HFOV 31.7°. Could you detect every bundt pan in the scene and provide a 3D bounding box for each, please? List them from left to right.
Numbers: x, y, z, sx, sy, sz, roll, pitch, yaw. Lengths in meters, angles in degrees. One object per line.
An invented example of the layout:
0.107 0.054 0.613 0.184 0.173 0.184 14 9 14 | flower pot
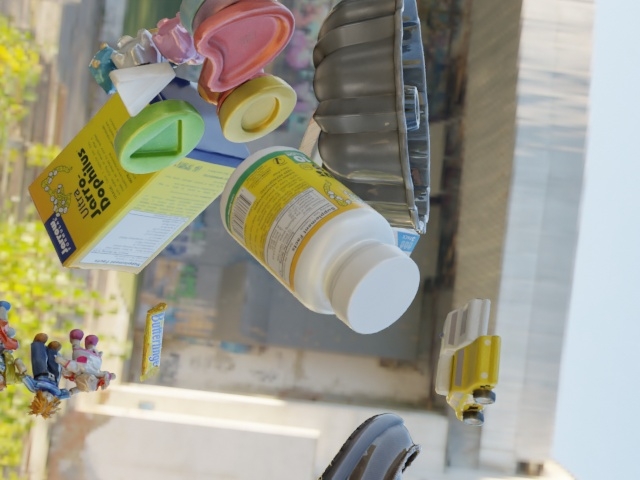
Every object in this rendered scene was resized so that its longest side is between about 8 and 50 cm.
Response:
0.067 -0.170 1.474 0.331 0.124 0.331 -3 90 -78 | bundt pan

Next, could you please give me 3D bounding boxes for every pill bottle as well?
0.000 0.000 1.124 0.208 0.117 0.118 41 -45 40 | pill bottle

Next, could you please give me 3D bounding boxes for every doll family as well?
-0.474 0.210 1.840 0.118 0.263 0.163 -54 -153 22 | doll family

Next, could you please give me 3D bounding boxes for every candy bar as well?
-0.267 0.161 1.801 0.040 0.018 0.161 -26 143 -38 | candy bar

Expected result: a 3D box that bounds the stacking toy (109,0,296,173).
-0.179 -0.241 1.544 0.130 0.279 0.309 58 -18 22 | stacking toy

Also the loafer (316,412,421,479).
0.023 0.311 1.102 0.134 0.130 0.366 -59 173 37 | loafer

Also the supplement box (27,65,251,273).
-0.336 -0.121 2.082 0.356 0.194 0.195 -41 -116 24 | supplement box

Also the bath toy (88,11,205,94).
-0.261 -0.360 2.110 0.129 0.348 0.151 55 36 -31 | bath toy

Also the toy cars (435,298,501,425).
0.230 0.190 1.844 0.394 0.087 0.176 -73 173 -77 | toy cars

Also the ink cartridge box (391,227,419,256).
0.089 0.046 2.028 0.061 0.104 0.181 49 -60 46 | ink cartridge box

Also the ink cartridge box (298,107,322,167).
0.011 -0.159 2.006 0.127 0.072 0.175 -22 -135 66 | ink cartridge box
